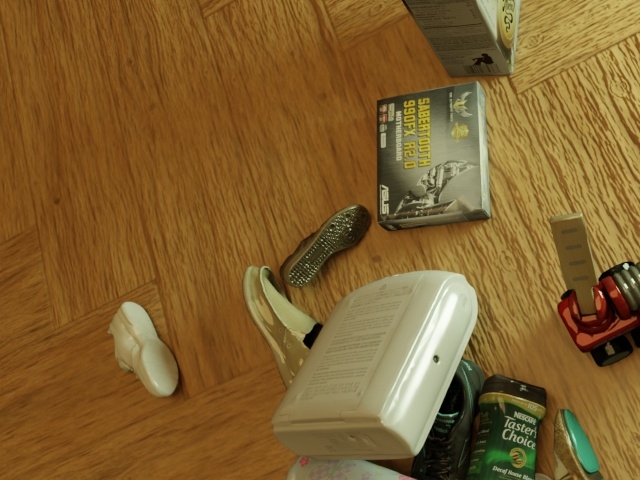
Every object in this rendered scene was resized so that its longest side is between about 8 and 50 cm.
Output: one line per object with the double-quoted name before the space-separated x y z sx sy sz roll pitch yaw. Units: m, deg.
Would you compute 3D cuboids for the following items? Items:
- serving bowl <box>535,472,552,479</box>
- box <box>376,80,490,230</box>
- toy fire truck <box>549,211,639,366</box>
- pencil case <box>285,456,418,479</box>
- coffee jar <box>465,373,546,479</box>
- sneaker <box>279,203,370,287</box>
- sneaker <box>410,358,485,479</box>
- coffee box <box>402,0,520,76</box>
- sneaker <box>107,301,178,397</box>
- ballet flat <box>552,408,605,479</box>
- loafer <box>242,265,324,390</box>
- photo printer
"serving bowl" 0.309 0.377 1.225 0.083 0.027 0.083 -22 51 30
"box" 0.187 -0.139 1.441 0.183 0.056 0.231 -6 71 25
"toy fire truck" 0.415 0.045 1.160 0.217 0.246 0.158 -29 64 15
"pencil case" 0.068 0.391 1.251 0.273 0.113 0.124 9 51 48
"coffee jar" 0.267 0.288 1.226 0.096 0.079 0.184 18 66 -7
"sneaker" 0.000 0.000 1.481 0.188 0.066 0.071 -41 25 -9
"sneaker" 0.178 0.304 1.274 0.101 0.106 0.267 4 77 25
"coffee box" 0.227 -0.403 1.368 0.119 0.297 0.168 2 74 26
"sneaker" -0.334 0.218 1.576 0.094 0.080 0.212 -47 52 19
"ballet flat" 0.365 0.338 1.195 0.067 0.073 0.206 -39 56 26
"loafer" -0.044 0.150 1.440 0.092 0.102 0.268 -32 72 12
"photo printer" 0.088 0.175 1.272 0.256 0.107 0.307 -17 33 46
